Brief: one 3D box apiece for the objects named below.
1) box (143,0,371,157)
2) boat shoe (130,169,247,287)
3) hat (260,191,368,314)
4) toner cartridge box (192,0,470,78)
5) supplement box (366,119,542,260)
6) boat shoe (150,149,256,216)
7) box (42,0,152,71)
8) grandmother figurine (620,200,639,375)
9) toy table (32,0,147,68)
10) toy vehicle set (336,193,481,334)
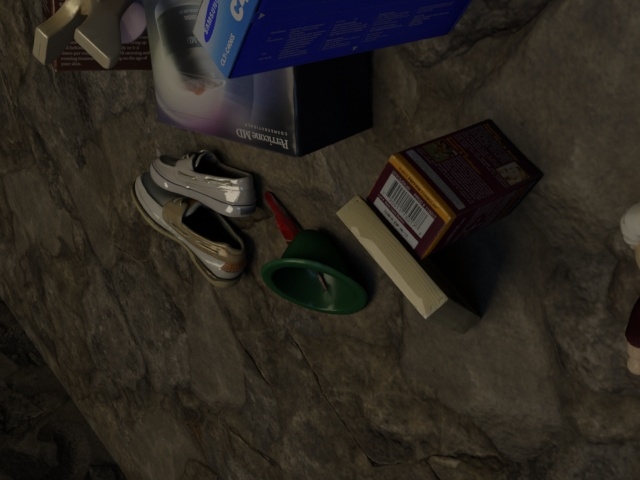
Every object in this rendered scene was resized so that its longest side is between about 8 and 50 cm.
[{"bbox_3d":[-0.092,-0.300,1.082,0.296,0.182,0.294,18,123,36],"label":"box"},{"bbox_3d":[-0.252,-0.046,1.502,0.302,0.113,0.103,42,136,14],"label":"boat shoe"},{"bbox_3d":[0.000,0.000,1.281,0.208,0.184,0.173,25,150,-13],"label":"hat"},{"bbox_3d":[0.045,-0.282,0.812,0.075,0.347,0.165,54,140,19],"label":"toner cartridge box"},{"bbox_3d":[0.162,-0.065,0.913,0.104,0.188,0.081,51,139,19],"label":"supplement box"},{"bbox_3d":[-0.224,-0.126,1.432,0.267,0.096,0.088,28,124,38],"label":"boat shoe"},{"bbox_3d":[-0.383,-0.495,1.317,0.143,0.191,0.382,52,140,47],"label":"box"},{"bbox_3d":[0.403,0.112,0.789,0.207,0.104,0.343,-17,97,44],"label":"grandmother figurine"},{"bbox_3d":[-0.351,-0.378,1.142,0.252,0.161,0.274,37,144,12],"label":"toy table"},{"bbox_3d":[0.123,0.039,0.986,0.035,0.267,0.166,-42,69,8],"label":"toy vehicle set"}]
